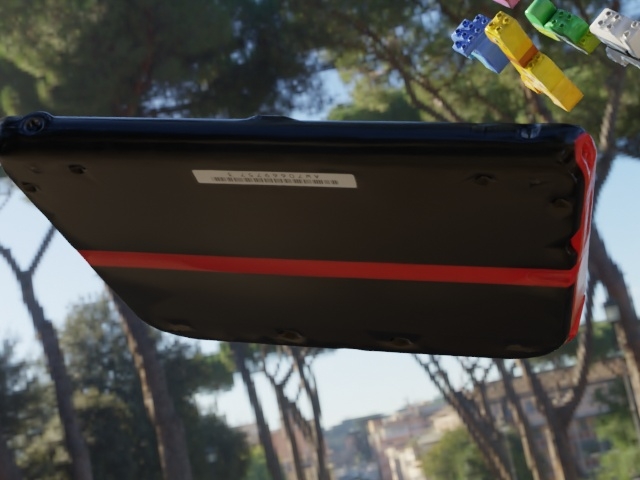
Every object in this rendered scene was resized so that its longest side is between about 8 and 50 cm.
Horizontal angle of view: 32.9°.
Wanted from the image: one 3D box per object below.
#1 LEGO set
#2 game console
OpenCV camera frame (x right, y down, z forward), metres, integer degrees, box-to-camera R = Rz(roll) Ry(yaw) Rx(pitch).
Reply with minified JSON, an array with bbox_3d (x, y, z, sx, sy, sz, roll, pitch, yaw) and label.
[{"bbox_3d":[0.168,-0.180,0.900,0.087,0.227,0.093,-51,-45,1],"label":"LEGO set"},{"bbox_3d":[0.000,0.000,0.801,0.387,0.060,0.342,2,-26,13],"label":"game console"}]
